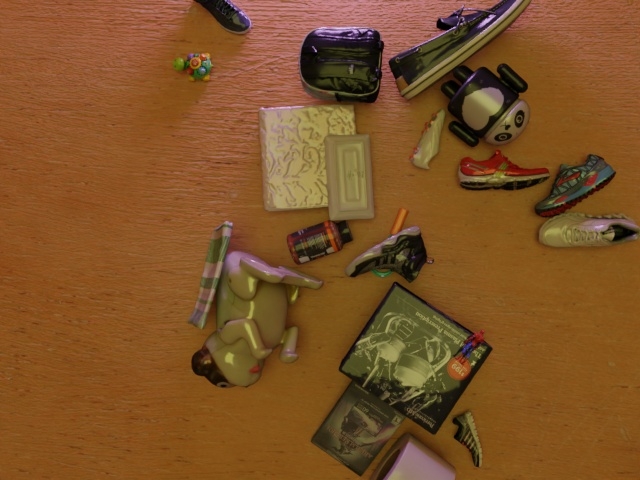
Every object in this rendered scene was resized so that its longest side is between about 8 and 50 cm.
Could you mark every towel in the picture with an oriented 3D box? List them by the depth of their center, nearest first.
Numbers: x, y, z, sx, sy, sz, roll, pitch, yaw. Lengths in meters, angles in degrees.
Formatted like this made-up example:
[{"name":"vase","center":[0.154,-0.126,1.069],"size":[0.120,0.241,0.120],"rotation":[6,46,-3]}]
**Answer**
[{"name":"towel","center":[-0.341,0.106,1.878],"size":[0.038,0.248,0.324],"rotation":[18,80,-16]},{"name":"towel","center":[-0.034,-0.266,1.950],"size":[0.317,0.053,0.331],"rotation":[-4,89,-1]}]

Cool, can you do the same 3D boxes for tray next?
[{"name":"tray","center":[0.093,-0.200,1.905],"size":[0.145,0.030,0.270],"rotation":[-3,87,-6]}]

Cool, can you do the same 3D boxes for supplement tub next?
[{"name":"supplement tub","center":[0.000,0.000,1.929],"size":[0.198,0.106,0.106],"rotation":[-19,87,6]}]

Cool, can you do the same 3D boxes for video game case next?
[{"name":"video game case","center":[0.117,0.584,1.907],"size":[0.196,0.026,0.274],"rotation":[33,108,6]}]

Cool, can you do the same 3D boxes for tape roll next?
[{"name":"tape roll","center":[0.263,0.724,1.815],"size":[0.169,0.246,0.246],"rotation":[37,93,6]}]

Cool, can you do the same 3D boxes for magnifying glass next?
[{"name":"magnifying glass","center":[0.225,0.007,1.946],"size":[0.092,0.026,0.231],"rotation":[22,90,6]}]

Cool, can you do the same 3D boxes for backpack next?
[{"name":"backpack","center":[0.059,-0.541,1.892],"size":[0.254,0.191,0.225],"rotation":[4,86,-1]}]

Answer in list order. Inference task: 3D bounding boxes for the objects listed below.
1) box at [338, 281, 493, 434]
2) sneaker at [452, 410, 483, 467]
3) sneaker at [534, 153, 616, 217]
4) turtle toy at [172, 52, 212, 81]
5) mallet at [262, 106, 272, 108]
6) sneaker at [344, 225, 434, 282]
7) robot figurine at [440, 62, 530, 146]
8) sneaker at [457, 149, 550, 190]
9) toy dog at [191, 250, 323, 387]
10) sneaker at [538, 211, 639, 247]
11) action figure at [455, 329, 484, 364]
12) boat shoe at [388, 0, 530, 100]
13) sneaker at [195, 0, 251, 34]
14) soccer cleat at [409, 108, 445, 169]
[{"name":"box","center":[0.283,0.348,1.854],"size":[0.343,0.179,0.312],"rotation":[33,93,6]},{"name":"sneaker","center":[0.453,0.619,1.889],"size":[0.075,0.063,0.170],"rotation":[-14,82,5]},{"name":"sneaker","center":[0.759,-0.170,1.872],"size":[0.262,0.104,0.125],"rotation":[-31,68,0]},{"name":"turtle toy","center":[-0.419,-0.576,2.006],"size":[0.130,0.066,0.095],"rotation":[1,89,6]},{"name":"mallet","center":[-0.098,-0.395,1.986],"size":[0.190,0.039,0.062],"rotation":[6,90,2]},{"name":"sneaker","center":[0.217,0.078,1.883],"size":[0.269,0.101,0.153],"rotation":[-30,85,2]},{"name":"robot figurine","center":[0.500,-0.411,1.850],"size":[0.278,0.209,0.173],"rotation":[42,69,6]},{"name":"sneaker","center":[0.567,-0.222,1.879],"size":[0.279,0.107,0.118],"rotation":[1,80,4]},{"name":"toy dog","center":[-0.242,0.255,1.865],"size":[0.395,0.284,0.407],"rotation":[19,92,27]},{"name":"sneaker","center":[0.810,-0.026,1.832],"size":[0.292,0.118,0.110],"rotation":[-6,103,7]},{"name":"action figure","center":[0.430,0.301,1.738],"size":[0.038,0.030,0.115],"rotation":[41,87,0]},{"name":"boat shoe","center":[0.427,-0.631,1.863],"size":[0.500,0.187,0.156],"rotation":[-35,91,9]},{"name":"sneaker","center":[-0.329,-0.760,1.955],"size":[0.226,0.163,0.086],"rotation":[38,91,4]},{"name":"soccer cleat","center":[0.352,-0.318,1.924],"size":[0.076,0.068,0.196],"rotation":[26,93,-9]}]
